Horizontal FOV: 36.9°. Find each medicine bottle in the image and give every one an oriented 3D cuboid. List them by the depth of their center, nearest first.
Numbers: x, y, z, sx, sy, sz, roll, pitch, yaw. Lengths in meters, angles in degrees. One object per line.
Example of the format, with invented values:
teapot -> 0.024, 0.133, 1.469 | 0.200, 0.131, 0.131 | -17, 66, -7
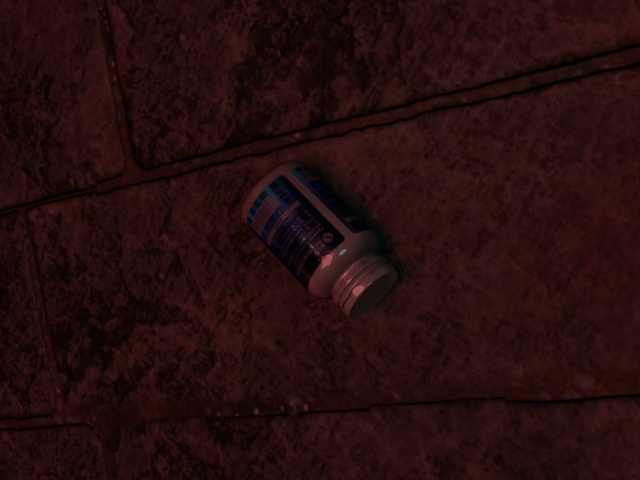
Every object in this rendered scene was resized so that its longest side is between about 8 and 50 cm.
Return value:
medicine bottle -> 0.000, 0.000, 1.159 | 0.191, 0.107, 0.107 | 46, 118, 20

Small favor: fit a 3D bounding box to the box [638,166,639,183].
box -> 0.384, -0.038, 0.841 | 0.129, 0.210, 0.147 | -20, 85, 42
